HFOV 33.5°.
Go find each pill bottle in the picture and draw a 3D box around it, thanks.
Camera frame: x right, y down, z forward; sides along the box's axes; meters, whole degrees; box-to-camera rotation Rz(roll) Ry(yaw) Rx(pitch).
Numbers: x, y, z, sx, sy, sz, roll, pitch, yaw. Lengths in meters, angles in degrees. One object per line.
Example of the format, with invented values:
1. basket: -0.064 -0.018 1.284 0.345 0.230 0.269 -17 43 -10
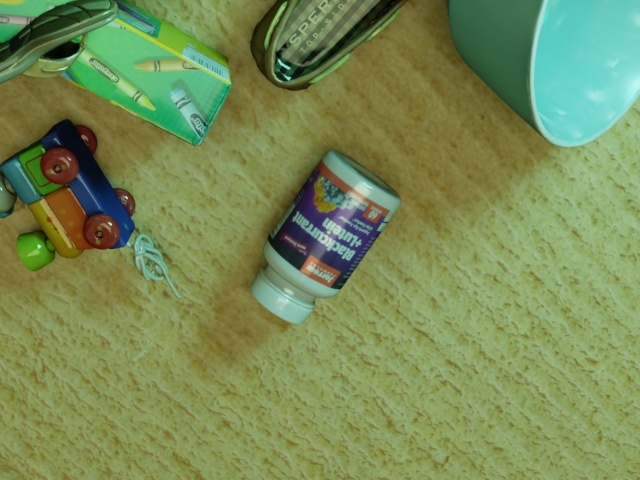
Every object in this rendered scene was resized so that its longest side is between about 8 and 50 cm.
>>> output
1. pill bottle: 0.000 0.000 1.260 0.108 0.108 0.193 31 102 -15

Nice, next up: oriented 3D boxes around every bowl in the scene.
1. bowl: 0.252 -0.271 1.134 0.312 0.163 0.311 -30 135 -35

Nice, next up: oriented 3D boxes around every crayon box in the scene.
1. crayon box: -0.234 -0.215 1.132 0.278 0.165 0.081 27 104 -14

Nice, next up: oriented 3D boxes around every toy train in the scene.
1. toy train: -0.285 -0.002 1.237 0.143 0.105 0.248 -24 110 13

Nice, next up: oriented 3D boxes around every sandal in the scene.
1. sandal: -0.268 -0.178 1.020 0.180 0.072 0.049 -30 125 6

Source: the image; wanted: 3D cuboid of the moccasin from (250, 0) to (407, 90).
1. moccasin: 0.066 -0.318 1.142 0.380 0.147 0.139 -43 108 8
